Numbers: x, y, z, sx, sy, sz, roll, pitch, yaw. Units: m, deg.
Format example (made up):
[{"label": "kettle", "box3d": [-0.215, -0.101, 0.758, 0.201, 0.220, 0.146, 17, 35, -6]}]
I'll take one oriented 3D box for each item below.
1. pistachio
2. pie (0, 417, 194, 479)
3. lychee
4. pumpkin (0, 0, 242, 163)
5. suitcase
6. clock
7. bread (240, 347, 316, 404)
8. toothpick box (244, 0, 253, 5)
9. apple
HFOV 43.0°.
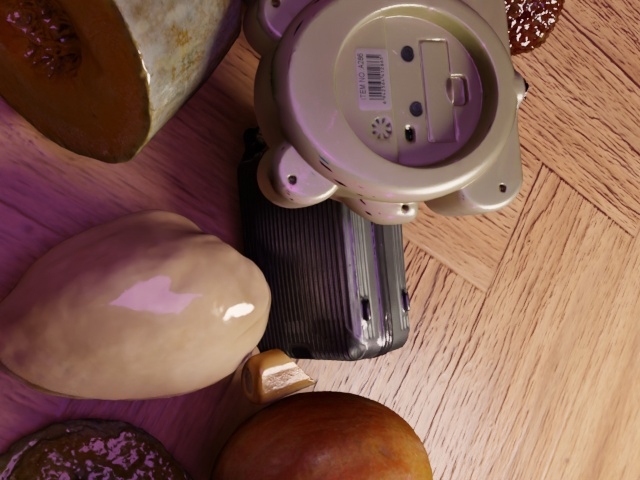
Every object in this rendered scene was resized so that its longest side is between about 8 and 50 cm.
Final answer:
[{"label": "pistachio", "box3d": [-0.212, 0.081, 0.925, 0.318, 0.193, 0.214, -14, 85, -20]}, {"label": "pie", "box3d": [-0.265, 0.341, 0.949, 0.277, 0.078, 0.277, 2, 86, -30]}, {"label": "lychee", "box3d": [0.277, -0.368, 1.223, 0.188, 0.188, 0.188, 1, 87, -28]}, {"label": "pumpkin", "box3d": [-0.247, -0.265, 0.866, 0.332, 0.332, 0.199, 51, 54, -17]}, {"label": "suitcase", "box3d": [0.000, 0.000, 1.034, 0.128, 0.202, 0.312, -7, 92, -48]}, {"label": "clock", "box3d": [0.073, -0.159, 0.900, 0.309, 0.114, 0.284, -5, 90, -23]}, {"label": "bread", "box3d": [-0.050, 0.158, 0.984, 0.103, 0.049, 0.062, -14, 109, -41]}, {"label": "toothpick box", "box3d": [0.002, -0.349, 1.038, 0.316, 0.229, 0.229, 43, 69, -19]}, {"label": "apple", "box3d": [0.020, 0.315, 0.987, 0.301, 0.301, 0.301, 1, 87, -28]}]
